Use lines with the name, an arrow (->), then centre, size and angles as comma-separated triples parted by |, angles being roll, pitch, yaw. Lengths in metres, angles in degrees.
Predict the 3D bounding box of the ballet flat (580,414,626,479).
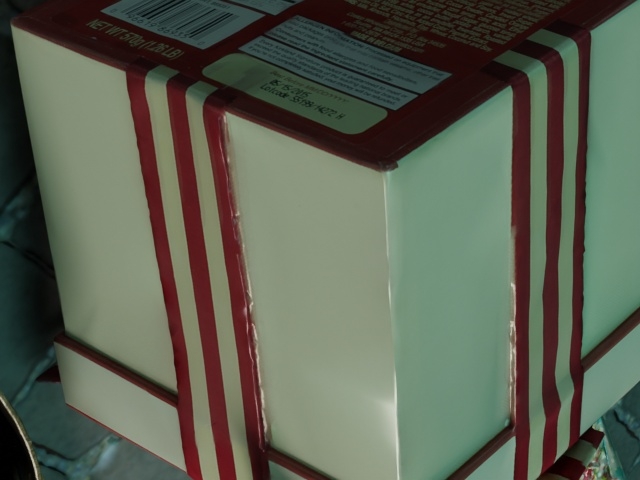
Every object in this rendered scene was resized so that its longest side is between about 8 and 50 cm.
ballet flat -> 0.171, 0.159, 1.202 | 0.077, 0.091, 0.241 | -32, 119, -9

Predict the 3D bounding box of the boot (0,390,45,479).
boot -> -0.175, 0.135, 0.837 | 0.112, 0.115, 0.305 | -37, 137, -22

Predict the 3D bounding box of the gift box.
gift box -> 0.000, 0.000, 0.815 | 0.276, 0.255, 0.258 | -32, 133, -33
